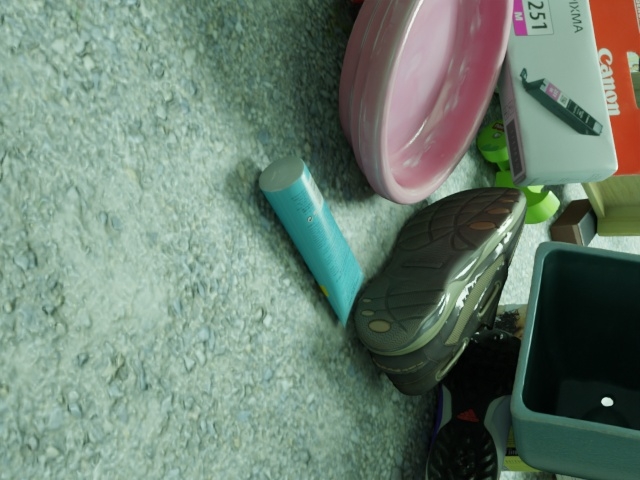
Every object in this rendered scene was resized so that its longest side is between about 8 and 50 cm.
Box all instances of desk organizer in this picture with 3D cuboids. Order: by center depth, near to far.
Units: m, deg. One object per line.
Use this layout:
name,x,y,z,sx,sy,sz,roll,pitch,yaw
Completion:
desk organizer,0.423,-0.028,1.892,0.130,0.050,0.047,-39,116,-53

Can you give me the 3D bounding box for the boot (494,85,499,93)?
boot,0.258,-0.322,1.623,0.165,0.077,0.213,10,98,-64

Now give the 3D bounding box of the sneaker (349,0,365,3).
sneaker,0.122,-0.309,1.455,0.279,0.107,0.118,-23,112,-54

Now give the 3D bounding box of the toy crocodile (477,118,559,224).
toy crocodile,0.315,-0.170,1.709,0.115,0.105,0.340,53,42,-37

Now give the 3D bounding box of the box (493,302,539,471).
box,0.276,0.199,1.591,0.058,0.087,0.232,45,47,-46

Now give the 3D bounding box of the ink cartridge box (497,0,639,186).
ink cartridge box,0.351,-0.214,1.511,0.060,0.239,0.275,126,-42,-74

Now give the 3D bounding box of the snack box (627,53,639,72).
snack box,0.491,-0.295,1.928,0.322,0.187,0.060,37,54,-48

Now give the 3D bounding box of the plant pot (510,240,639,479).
plant pot,0.369,0.185,1.435,0.252,0.247,0.248,81,21,-55

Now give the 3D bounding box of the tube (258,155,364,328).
tube,0.000,0.000,1.251,0.207,0.052,0.080,60,43,-38

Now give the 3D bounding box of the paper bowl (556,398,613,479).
paper bowl,0.474,0.369,1.730,0.284,0.148,0.284,21,40,-19

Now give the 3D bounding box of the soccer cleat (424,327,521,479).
soccer cleat,0.192,0.239,1.461,0.318,0.109,0.116,-67,165,-49

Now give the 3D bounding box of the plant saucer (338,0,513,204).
plant saucer,0.120,-0.209,1.349,0.332,0.084,0.332,-45,147,-40

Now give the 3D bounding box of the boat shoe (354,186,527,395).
boat shoe,0.156,0.055,1.422,0.355,0.132,0.130,-44,130,-41

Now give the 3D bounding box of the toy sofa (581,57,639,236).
toy sofa,0.463,-0.145,1.741,0.362,0.150,0.177,40,51,-59
